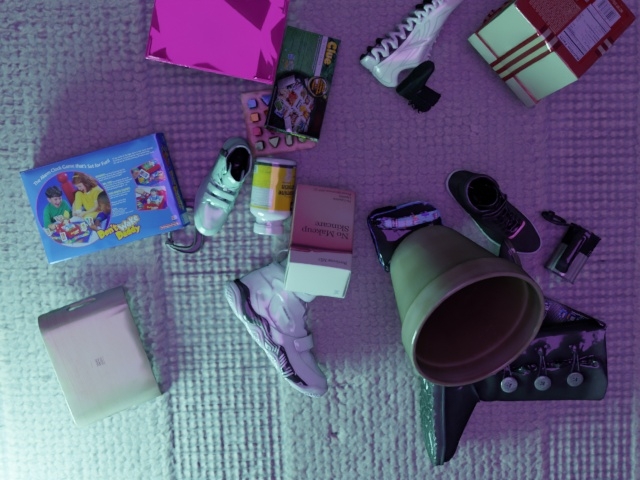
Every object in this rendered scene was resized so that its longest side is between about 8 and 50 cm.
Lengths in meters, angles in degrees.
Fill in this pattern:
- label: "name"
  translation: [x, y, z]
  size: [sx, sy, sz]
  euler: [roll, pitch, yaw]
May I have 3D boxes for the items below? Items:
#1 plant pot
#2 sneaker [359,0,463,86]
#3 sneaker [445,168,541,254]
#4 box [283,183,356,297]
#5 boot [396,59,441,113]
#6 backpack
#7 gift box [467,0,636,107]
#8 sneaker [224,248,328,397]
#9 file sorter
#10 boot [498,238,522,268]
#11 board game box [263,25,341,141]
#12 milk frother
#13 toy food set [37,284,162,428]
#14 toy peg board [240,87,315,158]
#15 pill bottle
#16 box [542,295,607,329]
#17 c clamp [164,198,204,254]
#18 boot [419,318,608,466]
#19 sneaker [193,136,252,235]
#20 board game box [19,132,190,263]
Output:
- label: "plant pot"
  translation: [0.298, 0.119, 1.801]
  size: [0.323, 0.280, 0.323]
  euler: [-11, 128, -14]
- label: "sneaker"
  translation: [0.235, -0.488, 1.897]
  size: [0.292, 0.110, 0.118]
  euler: [-39, 104, 12]
- label: "sneaker"
  translation: [0.434, -0.060, 1.928]
  size: [0.295, 0.147, 0.105]
  euler: [40, 93, -7]
- label: "box"
  translation: [0.000, 0.000, 1.875]
  size: [0.148, 0.127, 0.233]
  euler: [7, 55, -4]
- label: "boot"
  translation: [0.251, -0.366, 1.904]
  size: [0.099, 0.045, 0.121]
  euler: [30, 124, -34]
- label: "backpack"
  translation: [0.212, -0.020, 1.942]
  size: [0.173, 0.117, 0.158]
  euler: [-19, 97, 2]
- label: "gift box"
  translation: [0.538, -0.484, 1.828]
  size: [0.276, 0.258, 0.255]
  euler: [-40, 95, -16]
- label: "sneaker"
  translation: [-0.053, 0.201, 1.952]
  size: [0.210, 0.137, 0.366]
  euler: [-37, 93, 6]
- label: "file sorter"
  translation: [-0.231, -0.484, 1.838]
  size: [0.290, 0.182, 0.202]
  euler: [11, 96, -4]
- label: "boot"
  translation: [0.395, 0.101, 1.963]
  size: [0.208, 0.076, 0.190]
  euler: [-18, 126, 5]
- label: "board game box"
  translation: [-0.042, -0.374, 1.891]
  size: [0.136, 0.030, 0.260]
  euler: [14, 78, -5]
- label: "milk frother"
  translation: [0.596, 0.013, 1.977]
  size: [0.143, 0.129, 0.135]
  euler: [35, 97, 38]
- label: "toy food set"
  translation: [-0.549, 0.293, 1.988]
  size: [0.219, 0.092, 0.306]
  euler: [-20, 99, -10]
- label: "toy peg board"
  translation: [-0.103, -0.290, 1.919]
  size: [0.161, 0.079, 0.161]
  euler: [-10, 98, -1]
- label: "pill bottle"
  translation: [-0.117, -0.109, 1.929]
  size: [0.103, 0.103, 0.184]
  euler: [6, 97, -2]
- label: "box"
  translation: [0.604, 0.256, 2.024]
  size: [0.190, 0.045, 0.184]
  euler: [24, 95, -4]
- label: "c clamp"
  translation: [-0.353, -0.045, 1.975]
  size: [0.137, 0.022, 0.161]
  euler: [-1, 96, -6]
- label: "boot"
  translation: [0.479, 0.381, 1.972]
  size: [0.444, 0.146, 0.367]
  euler: [-7, 118, -6]
- label: "sneaker"
  translation: [-0.237, -0.124, 1.896]
  size: [0.094, 0.151, 0.256]
  euler: [20, 97, -14]
- label: "board game box"
  translation: [-0.517, -0.102, 1.917]
  size: [0.346, 0.078, 0.234]
  euler: [-15, 97, 5]
